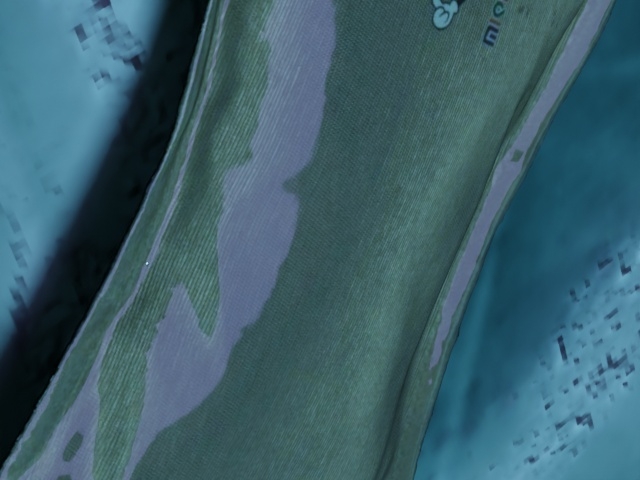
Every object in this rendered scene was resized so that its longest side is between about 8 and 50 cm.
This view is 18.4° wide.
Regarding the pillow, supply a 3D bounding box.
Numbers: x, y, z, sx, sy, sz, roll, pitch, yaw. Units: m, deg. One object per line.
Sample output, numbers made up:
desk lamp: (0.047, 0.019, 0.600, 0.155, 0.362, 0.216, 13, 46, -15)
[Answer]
pillow: (0.000, 0.000, 0.440, 0.130, 0.033, 0.218, 17, 97, -45)
